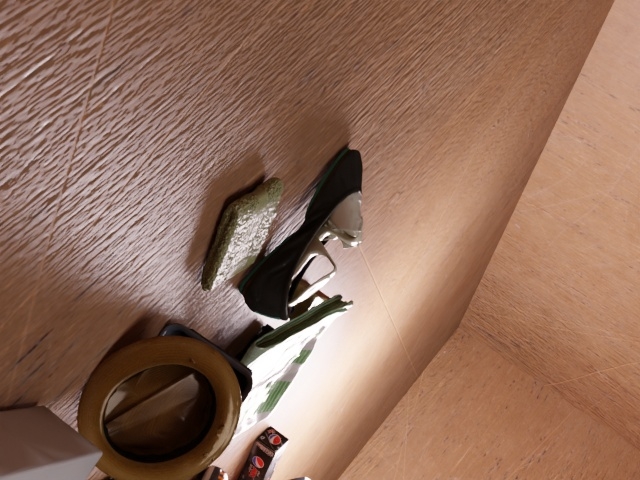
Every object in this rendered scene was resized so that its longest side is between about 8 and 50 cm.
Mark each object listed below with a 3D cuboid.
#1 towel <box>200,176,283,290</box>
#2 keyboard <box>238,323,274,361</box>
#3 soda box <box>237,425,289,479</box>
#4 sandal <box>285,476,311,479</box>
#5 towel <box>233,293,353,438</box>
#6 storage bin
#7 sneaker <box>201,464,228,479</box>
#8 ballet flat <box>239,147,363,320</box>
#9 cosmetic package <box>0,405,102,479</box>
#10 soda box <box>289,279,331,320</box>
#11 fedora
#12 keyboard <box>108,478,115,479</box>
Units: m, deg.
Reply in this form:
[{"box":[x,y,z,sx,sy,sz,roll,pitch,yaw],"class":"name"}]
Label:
[{"box":[-0.100,-0.007,1.246,0.110,0.027,0.148,-36,157,-49],"class":"towel"},{"box":[-0.134,0.213,1.615,0.180,0.023,0.108,-54,171,-10],"class":"keyboard"},{"box":[-0.126,0.478,2.134,0.060,0.053,0.169,-36,156,-50],"class":"soda box"},{"box":[-0.127,0.546,2.113,0.254,0.054,0.097,-9,130,-22],"class":"sandal"},{"box":[-0.095,0.228,1.580,0.248,0.038,0.325,-24,156,-51],"class":"towel"},{"box":[-0.152,0.173,1.283,0.098,0.135,0.091,-57,174,3],"class":"storage bin"},{"box":[-0.150,0.564,1.902,0.124,0.180,0.321,-61,159,-49],"class":"sneaker"},{"box":[0.000,0.000,1.433,0.280,0.096,0.095,-54,164,-7],"class":"ballet flat"},{"box":[-0.385,0.298,0.881,0.284,0.097,0.377,-58,165,3],"class":"cosmetic package"},{"box":[-0.028,0.102,1.627,0.058,0.061,0.181,-55,165,0],"class":"soda box"},{"box":[-0.194,0.197,1.190,0.194,0.194,0.079,-54,-163,-5],"class":"fedora"},{"box":[-0.380,0.477,1.401,0.317,0.033,0.201,-62,170,19],"class":"keyboard"}]
